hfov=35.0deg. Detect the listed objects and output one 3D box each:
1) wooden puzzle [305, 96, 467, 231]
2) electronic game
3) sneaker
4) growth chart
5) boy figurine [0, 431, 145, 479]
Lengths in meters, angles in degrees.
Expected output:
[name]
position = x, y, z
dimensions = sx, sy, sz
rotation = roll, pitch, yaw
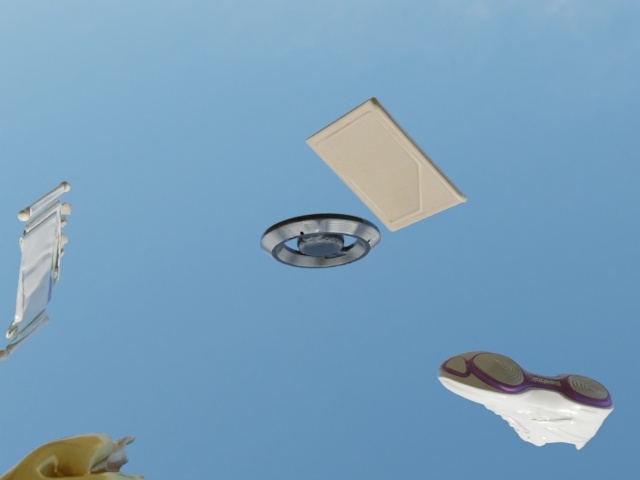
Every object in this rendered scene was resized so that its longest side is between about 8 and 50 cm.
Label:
[wooden puzzle]
position = 0.106, -0.122, 1.645
dimensions = 0.044, 0.221, 0.239
rotation = -50, -166, -26
[electronic game]
position = 0.000, 0.000, 1.924
dimensions = 0.229, 0.229, 0.048
rotation = -11, -113, 21
[sneaker]
position = 0.343, 0.288, 1.757
dimensions = 0.305, 0.152, 0.114
rotation = 16, -148, -1
[growth chart]
position = -0.406, 0.039, 1.460
dimensions = 0.021, 0.237, 0.172
rotation = 13, -167, 6
[boy figurine]
position = -0.171, 0.220, 0.707
dimensions = 0.092, 0.285, 0.177
rotation = -38, -131, 47
